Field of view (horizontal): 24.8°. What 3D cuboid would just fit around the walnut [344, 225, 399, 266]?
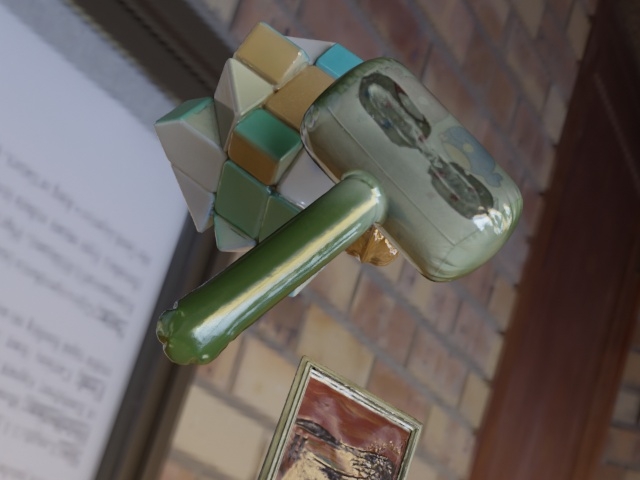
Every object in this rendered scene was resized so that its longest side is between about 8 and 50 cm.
[{"bbox_3d":[0.066,-0.012,1.758,0.079,0.096,0.082,23,152,-2],"label":"walnut"}]

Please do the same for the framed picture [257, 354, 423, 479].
[{"bbox_3d":[0.018,0.311,1.851,0.216,0.273,0.016,31,155,-26],"label":"framed picture"}]

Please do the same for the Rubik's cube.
[{"bbox_3d":[-0.038,-0.094,1.522,0.213,0.224,0.265,36,142,14],"label":"Rubik's cube"}]

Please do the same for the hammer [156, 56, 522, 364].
[{"bbox_3d":[0.000,0.000,1.231,0.206,0.335,0.119,48,158,13],"label":"hammer"}]
